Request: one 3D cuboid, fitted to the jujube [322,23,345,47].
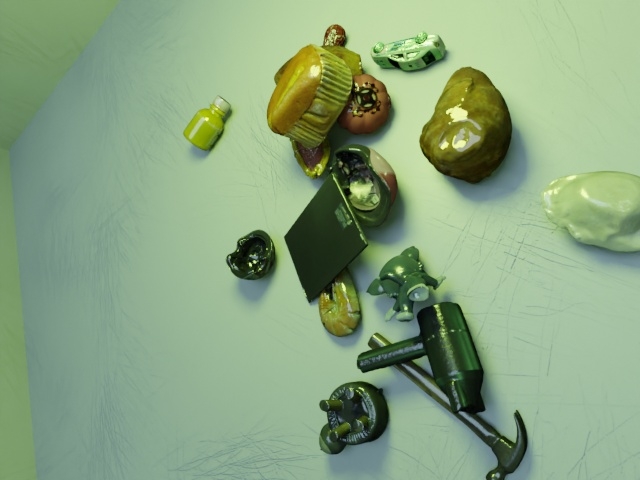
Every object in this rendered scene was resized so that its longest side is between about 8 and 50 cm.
[{"bbox_3d":[0.043,-0.682,1.400,0.077,0.077,0.129,22,102,34],"label":"jujube"}]

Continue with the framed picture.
[{"bbox_3d":[0.000,0.000,1.211,0.338,0.014,0.255,-50,53,43],"label":"framed picture"}]

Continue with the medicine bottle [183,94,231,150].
[{"bbox_3d":[-0.451,-0.483,1.634,0.212,0.122,0.122,-49,58,13],"label":"medicine bottle"}]

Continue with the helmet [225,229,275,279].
[{"bbox_3d":[-0.220,0.062,1.371,0.153,0.107,0.177,29,76,37],"label":"helmet"}]

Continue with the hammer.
[{"bbox_3d":[0.291,0.382,1.001,0.440,0.044,0.168,35,99,33],"label":"hammer"}]

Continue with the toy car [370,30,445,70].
[{"bbox_3d":[0.260,-0.563,1.219,0.224,0.090,0.076,3,86,33],"label":"toy car"}]

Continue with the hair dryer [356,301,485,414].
[{"bbox_3d":[0.231,0.312,0.977,0.303,0.116,0.244,-24,52,24],"label":"hair dryer"}]

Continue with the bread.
[{"bbox_3d":[-0.049,-0.422,1.190,0.288,0.156,0.204,-46,50,38],"label":"bread"}]

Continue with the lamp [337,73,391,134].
[{"bbox_3d":[0.125,-0.416,1.240,0.182,0.140,0.181,0,91,-2],"label":"lamp"}]

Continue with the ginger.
[{"bbox_3d":[0.379,-0.285,1.009,0.223,0.200,0.269,40,101,35],"label":"ginger"}]

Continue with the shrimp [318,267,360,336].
[{"bbox_3d":[0.048,0.154,1.205,0.145,0.061,0.267,-20,71,38],"label":"shrimp"}]

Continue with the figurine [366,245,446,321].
[{"bbox_3d":[0.202,0.117,1.010,0.140,0.265,0.193,42,101,12],"label":"figurine"}]

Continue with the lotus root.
[{"bbox_3d":[0.004,-0.550,1.335,0.291,0.193,0.193,-6,75,24],"label":"lotus root"}]

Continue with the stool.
[{"bbox_3d":[0.078,0.477,1.058,0.153,0.139,0.227,20,87,36],"label":"stool"}]

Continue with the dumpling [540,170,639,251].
[{"bbox_3d":[0.607,-0.066,0.858,0.250,0.132,0.162,13,77,19],"label":"dumpling"}]

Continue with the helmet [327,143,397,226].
[{"bbox_3d":[0.139,-0.174,1.169,0.253,0.154,0.198,38,136,24],"label":"helmet"}]

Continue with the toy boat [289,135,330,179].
[{"bbox_3d":[-0.041,-0.326,1.352,0.141,0.099,0.317,-35,59,24],"label":"toy boat"}]
